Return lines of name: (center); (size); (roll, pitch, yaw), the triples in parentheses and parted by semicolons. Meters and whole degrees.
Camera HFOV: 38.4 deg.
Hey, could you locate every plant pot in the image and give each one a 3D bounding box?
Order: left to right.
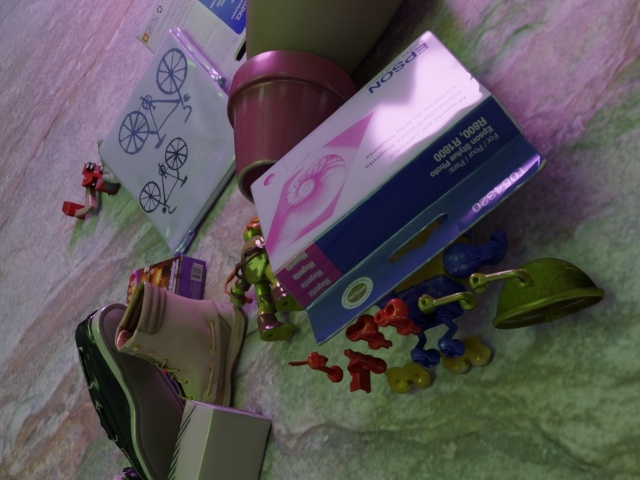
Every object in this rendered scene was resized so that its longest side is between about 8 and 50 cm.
plant pot: (-0.048, -0.149, 1.368); (0.201, 0.201, 0.180); (-29, 43, 43)
plant pot: (-0.013, -0.342, 1.426); (0.274, 0.256, 0.257); (-67, 32, 34)

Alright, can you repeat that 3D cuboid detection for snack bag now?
snack bag: (-0.276, -0.193, 1.787); (0.342, 0.037, 0.323); (49, 115, 28)

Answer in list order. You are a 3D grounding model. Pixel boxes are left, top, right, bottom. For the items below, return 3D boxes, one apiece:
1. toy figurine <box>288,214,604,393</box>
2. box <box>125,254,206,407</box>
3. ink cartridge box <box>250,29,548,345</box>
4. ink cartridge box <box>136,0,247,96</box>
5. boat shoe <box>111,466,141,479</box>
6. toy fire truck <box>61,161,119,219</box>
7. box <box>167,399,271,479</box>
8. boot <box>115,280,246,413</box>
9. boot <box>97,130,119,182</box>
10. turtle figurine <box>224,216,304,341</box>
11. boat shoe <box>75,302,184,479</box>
toy figurine: (0.131, 0.024, 1.090); (0.362, 0.191, 0.217); (-30, 51, 40)
box: (-0.304, 0.187, 1.702); (0.200, 0.057, 0.294); (-17, 62, 49)
ink cartridge box: (0.069, -0.080, 1.104); (0.324, 0.071, 0.330); (-40, 29, 11)
ink cartridge box: (-0.194, -0.440, 1.799); (0.307, 0.072, 0.304); (44, 112, 25)
boat shoe: (-0.345, 0.559, 1.528); (0.158, 0.127, 0.341); (24, 93, 62)
toy fire truck: (-0.534, -0.112, 2.149); (0.192, 0.047, 0.135); (12, 85, 53)
box: (-0.170, 0.389, 1.392); (0.094, 0.113, 0.275); (0, 73, 54)
boot: (-0.239, 0.209, 1.479); (0.095, 0.203, 0.262); (-1, 73, 53)
boot: (-0.392, -0.181, 1.974); (0.258, 0.095, 0.124); (-1, 92, 50)
turtle figurine: (-0.080, 0.035, 1.448); (0.269, 0.087, 0.217); (-50, 41, 26)
boat shoe: (-0.318, 0.275, 1.523); (0.113, 0.127, 0.340); (-18, 100, 35)
